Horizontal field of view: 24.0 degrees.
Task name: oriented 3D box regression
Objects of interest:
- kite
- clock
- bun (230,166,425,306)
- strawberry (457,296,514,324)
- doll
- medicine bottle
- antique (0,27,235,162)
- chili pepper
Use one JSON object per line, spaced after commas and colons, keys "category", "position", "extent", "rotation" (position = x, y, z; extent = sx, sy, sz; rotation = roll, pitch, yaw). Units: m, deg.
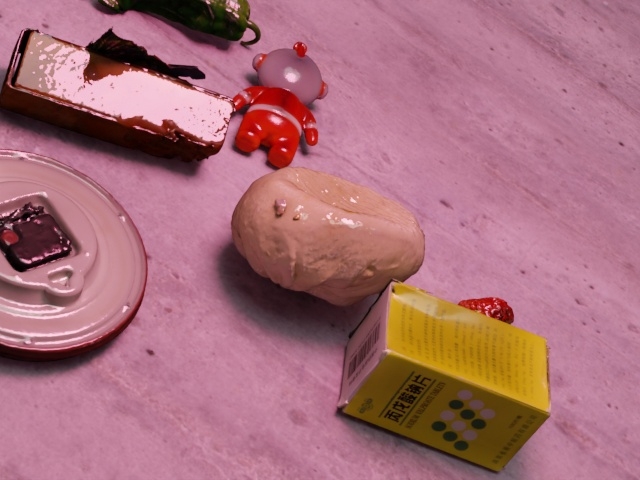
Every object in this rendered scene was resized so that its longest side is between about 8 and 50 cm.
{"category": "kite", "position": [-0.256, -0.235, 2.109], "extent": [0.234, 0.321, 0.016], "rotation": [7, 75, 28]}
{"category": "clock", "position": [-0.364, 0.009, 1.850], "extent": [0.318, 0.080, 0.318], "rotation": [17, 44, -17]}
{"category": "bun", "position": [0.000, 0.000, 2.013], "extent": [0.259, 0.160, 0.259], "rotation": [20, 18, -7]}
{"category": "strawberry", "position": [0.231, 0.106, 2.123], "extent": [0.083, 0.073, 0.073], "rotation": [34, 40, 25]}
{"category": "doll", "position": [-0.058, -0.214, 2.248], "extent": [0.142, 0.076, 0.245], "rotation": [24, 46, -10]}
{"category": "medicine bottle", "position": [0.163, 0.178, 1.960], "extent": [0.250, 0.137, 0.141], "rotation": [21, 43, -13]}
{"category": "antique", "position": [-0.277, -0.190, 2.063], "extent": [0.310, 0.087, 0.093], "rotation": [18, 69, -17]}
{"category": "chili pepper", "position": [-0.208, -0.359, 2.280], "extent": [0.257, 0.100, 0.074], "rotation": [15, 27, -8]}
